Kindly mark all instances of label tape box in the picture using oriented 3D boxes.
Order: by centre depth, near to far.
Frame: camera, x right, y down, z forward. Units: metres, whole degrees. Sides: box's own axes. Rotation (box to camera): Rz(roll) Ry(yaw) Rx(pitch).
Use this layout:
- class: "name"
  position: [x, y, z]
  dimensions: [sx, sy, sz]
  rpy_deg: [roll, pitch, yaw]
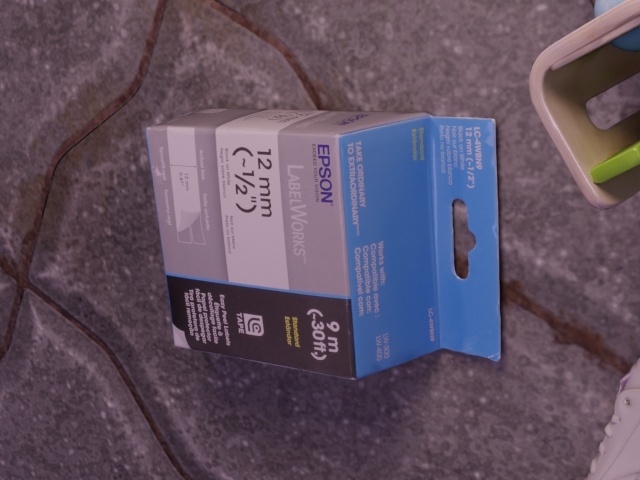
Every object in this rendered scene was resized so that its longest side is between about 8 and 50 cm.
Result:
- class: "label tape box"
  position: [0.000, 0.000, 1.016]
  dimensions: [0.347, 0.115, 0.249]
  rpy_deg: [7, 110, 33]

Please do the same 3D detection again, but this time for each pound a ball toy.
- class: "pound a ball toy"
  position: [0.308, -0.160, 0.663]
  dimensions: [0.208, 0.319, 0.136]
  rpy_deg: [-28, 91, 52]

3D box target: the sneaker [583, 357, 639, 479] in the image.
- class: "sneaker"
  position: [0.301, 0.195, 0.909]
  dimensions: [0.305, 0.114, 0.152]
  rpy_deg: [-44, 67, 31]

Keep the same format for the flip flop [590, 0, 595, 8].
- class: "flip flop"
  position: [0.222, -0.267, 0.778]
  dimensions: [0.080, 0.112, 0.277]
  rpy_deg: [-25, 96, 43]
